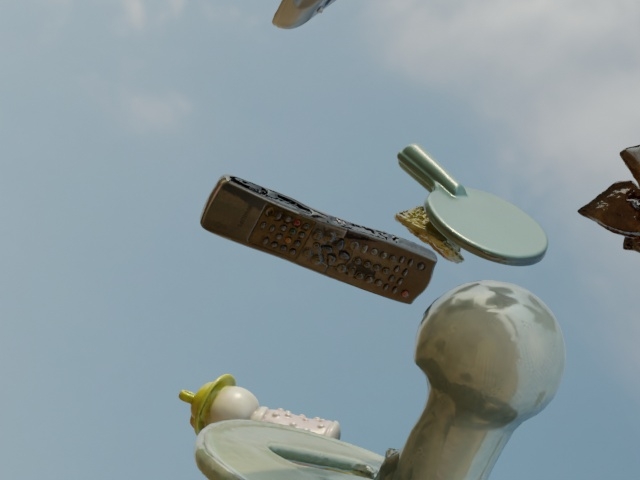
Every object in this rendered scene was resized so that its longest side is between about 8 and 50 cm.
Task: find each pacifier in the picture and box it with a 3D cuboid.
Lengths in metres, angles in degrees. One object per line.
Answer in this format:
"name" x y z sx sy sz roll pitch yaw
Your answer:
"pacifier" 0.087 0.156 0.988 0.343 0.288 0.269 37 -75 51

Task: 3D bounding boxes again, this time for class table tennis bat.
"table tennis bat" 0.169 -0.041 1.777 0.237 0.149 0.038 45 -53 37

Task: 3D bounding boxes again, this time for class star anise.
"star anise" 0.258 -0.018 1.010 0.168 0.168 0.057 -37 -140 53

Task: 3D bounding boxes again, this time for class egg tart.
"egg tart" 0.137 -0.012 1.824 0.105 0.105 0.039 35 -90 45

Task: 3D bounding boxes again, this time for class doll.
"doll" -0.053 0.201 1.571 0.207 0.129 0.081 24 -85 5

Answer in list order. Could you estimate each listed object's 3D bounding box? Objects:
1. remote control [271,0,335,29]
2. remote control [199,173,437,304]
"remote control" 0.052 -0.272 1.356 0.055 0.313 0.109 34 -57 4
"remote control" 0.000 0.000 1.297 0.059 0.212 0.028 -61 -160 22
